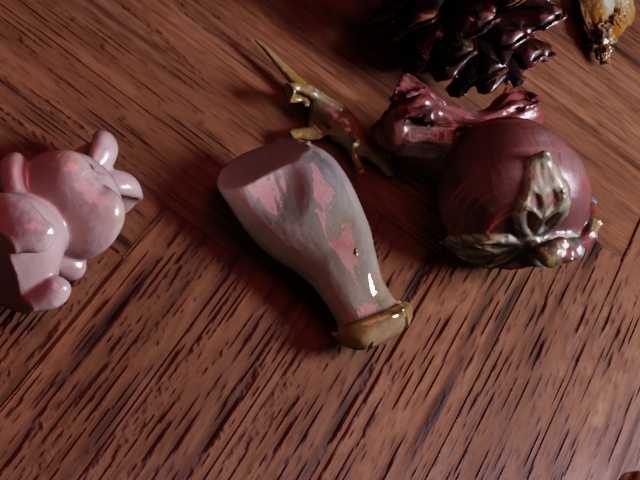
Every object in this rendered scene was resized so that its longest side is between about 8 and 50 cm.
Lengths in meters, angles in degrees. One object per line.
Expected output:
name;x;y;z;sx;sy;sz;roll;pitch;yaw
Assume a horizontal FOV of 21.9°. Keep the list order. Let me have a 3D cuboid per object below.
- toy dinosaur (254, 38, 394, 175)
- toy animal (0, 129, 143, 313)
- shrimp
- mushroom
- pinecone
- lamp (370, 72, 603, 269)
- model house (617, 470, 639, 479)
toy dinosaur;0.007;-0.135;1.687;0.126;0.039;0.162;10;47;-39
toy animal;-0.212;-0.037;1.407;0.124;0.124;0.212;40;48;2
shrimp;0.346;-0.280;2.012;0.091;0.043;0.184;28;44;-15
mushroom;0.000;0.000;1.540;0.116;0.093;0.225;-36;87;-30
pinecone;0.164;-0.251;1.760;0.221;0.221;0.221;17;48;-20
lamp;0.169;-0.056;1.655;0.215;0.151;0.223;6;26;-26
model house;0.308;0.333;1.335;0.321;0.266;0.261;35;48;-4
